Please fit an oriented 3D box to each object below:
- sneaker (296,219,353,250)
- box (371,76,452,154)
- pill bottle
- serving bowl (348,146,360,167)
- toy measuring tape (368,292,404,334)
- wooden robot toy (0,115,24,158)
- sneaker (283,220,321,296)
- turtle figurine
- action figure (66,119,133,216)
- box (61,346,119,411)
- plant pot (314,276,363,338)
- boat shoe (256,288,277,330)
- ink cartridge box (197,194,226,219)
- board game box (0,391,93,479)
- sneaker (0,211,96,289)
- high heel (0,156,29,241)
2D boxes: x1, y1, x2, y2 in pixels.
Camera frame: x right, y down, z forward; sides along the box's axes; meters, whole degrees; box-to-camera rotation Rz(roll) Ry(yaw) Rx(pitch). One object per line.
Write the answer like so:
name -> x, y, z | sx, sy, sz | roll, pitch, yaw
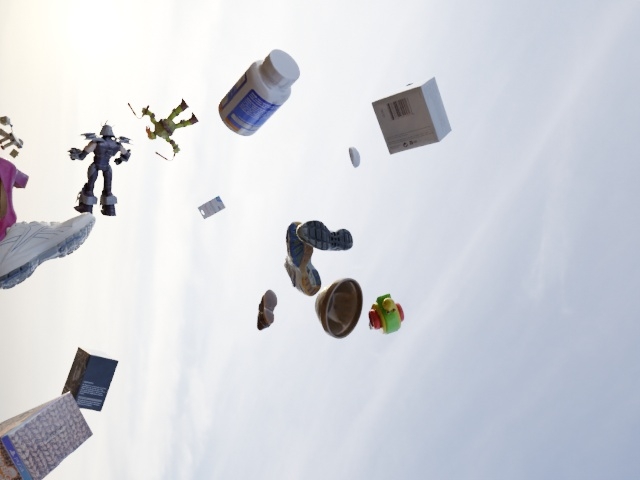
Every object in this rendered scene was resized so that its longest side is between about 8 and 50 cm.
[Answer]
sneaker -> 0.000, 0.000, 1.867 | 0.106, 0.267, 0.101 | -14, -109, 36
box -> 0.282, -0.383, 1.703 | 0.181, 0.119, 0.182 | -9, -68, 39
pill bottle -> -0.184, -0.451, 1.683 | 0.272, 0.152, 0.152 | -34, -122, 40
serving bowl -> 0.130, -0.311, 2.046 | 0.027, 0.083, 0.083 | -14, -109, 17
toy measuring tape -> 0.216, 0.282, 1.885 | 0.330, 0.121, 0.121 | 96, -18, -63
wooden robot toy -> -1.153, -0.374, 2.064 | 0.173, 0.076, 0.079 | 63, -2, 8
sneaker -> -0.092, 0.066, 1.995 | 0.131, 0.112, 0.296 | 14, -57, 45
turtle figurine -> -0.596, -0.456, 2.127 | 0.269, 0.217, 0.087 | 56, -4, -22
action figure -> -0.648, -0.214, 1.618 | 0.099, 0.185, 0.285 | 29, -69, 45
box -> -0.706, 0.420, 1.684 | 0.156, 0.093, 0.158 | 0, -110, 53
plant pot -> 0.055, 0.250, 2.119 | 0.109, 0.237, 0.237 | 12, -81, 38
boat shoe -> -0.226, 0.283, 2.257 | 0.073, 0.073, 0.207 | -43, -160, 26
ink cartridge box -> -0.357, -0.106, 1.797 | 0.048, 0.083, 0.028 | 62, -21, -9
board game box -> -0.807, 0.557, 1.454 | 0.291, 0.232, 0.141 | -25, -85, 15
sneaker -> -0.701, -0.005, 1.374 | 0.129, 0.297, 0.111 | 48, -41, 5
high heel -> -0.905, -0.113, 1.542 | 0.082, 0.117, 0.244 | 4, -112, 24
